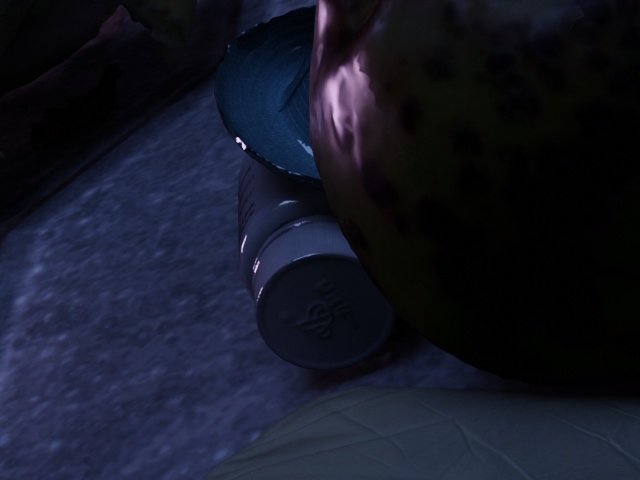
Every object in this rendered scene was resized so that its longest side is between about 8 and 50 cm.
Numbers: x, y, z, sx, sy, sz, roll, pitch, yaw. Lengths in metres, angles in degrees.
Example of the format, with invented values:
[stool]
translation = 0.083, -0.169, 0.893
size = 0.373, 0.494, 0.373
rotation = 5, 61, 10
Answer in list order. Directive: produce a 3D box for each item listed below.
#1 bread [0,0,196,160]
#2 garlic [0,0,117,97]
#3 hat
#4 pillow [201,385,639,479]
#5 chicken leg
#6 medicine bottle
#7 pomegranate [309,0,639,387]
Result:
[bread]
translation = -0.263, -0.177, 1.138
size = 0.370, 0.191, 0.314
rotation = 4, 70, -4
[garlic]
translation = -0.237, -0.224, 1.326
size = 0.217, 0.110, 0.228
rotation = 38, 45, 18
[hat]
translation = 0.046, -0.077, 0.863
size = 0.191, 0.078, 0.138
rotation = 0, 38, -33
[pillow]
translation = 0.045, 0.129, 0.593
size = 0.281, 0.076, 0.274
rotation = -2, 20, 29
[chicken leg]
translation = -0.157, -0.087, 1.189
size = 0.083, 0.021, 0.036
rotation = -42, 39, -17
[medicine bottle]
translation = 0.000, 0.000, 0.870
size = 0.080, 0.080, 0.130
rotation = -21, 29, 9
[pomegranate]
translation = 0.131, -0.052, 0.731
size = 0.242, 0.306, 0.242
rotation = -12, 71, 38
